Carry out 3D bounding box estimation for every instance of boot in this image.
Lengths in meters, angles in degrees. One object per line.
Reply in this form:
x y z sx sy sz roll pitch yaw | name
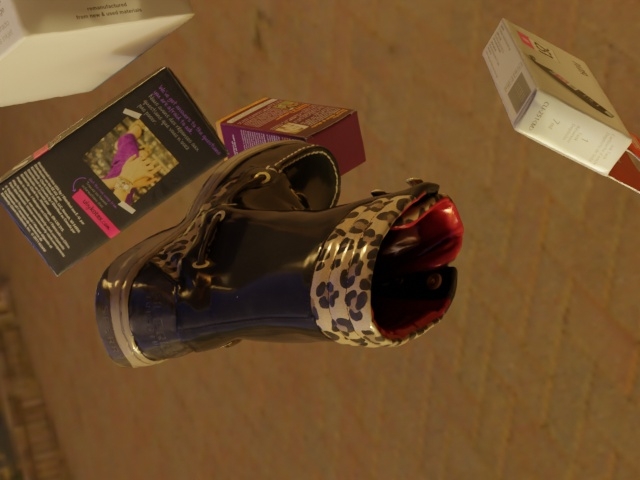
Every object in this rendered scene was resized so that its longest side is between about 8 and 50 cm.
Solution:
0.000 0.000 1.337 0.284 0.377 0.138 -4 110 32 | boot

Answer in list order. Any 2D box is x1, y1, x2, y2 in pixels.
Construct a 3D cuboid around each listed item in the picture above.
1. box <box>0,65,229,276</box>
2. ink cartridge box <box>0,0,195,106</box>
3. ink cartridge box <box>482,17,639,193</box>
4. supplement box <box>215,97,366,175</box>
-0.270 -0.095 1.850 0.143 0.270 0.165 56 176 -11 | box
-0.288 -0.284 1.335 0.198 0.197 0.270 -26 83 46 | ink cartridge box
0.319 -0.147 1.685 0.060 0.239 0.275 -60 14 21 | ink cartridge box
-0.042 -0.138 2.001 0.188 0.104 0.081 14 125 44 | supplement box
